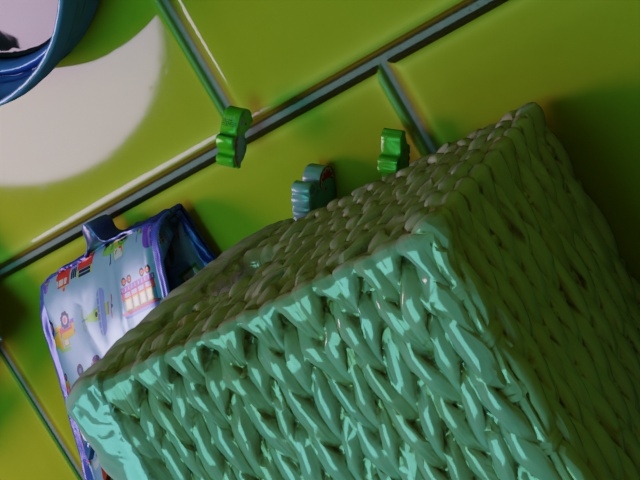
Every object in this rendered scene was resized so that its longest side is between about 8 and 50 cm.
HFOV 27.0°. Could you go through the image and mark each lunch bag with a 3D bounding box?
[{"bbox_3d":[-0.158,0.116,1.244,0.221,0.138,0.293,-26,89,47],"label":"lunch bag"}]

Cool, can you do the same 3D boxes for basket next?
[{"bbox_3d":[0.077,0.129,0.877,0.266,0.328,0.331,-26,98,26],"label":"basket"}]

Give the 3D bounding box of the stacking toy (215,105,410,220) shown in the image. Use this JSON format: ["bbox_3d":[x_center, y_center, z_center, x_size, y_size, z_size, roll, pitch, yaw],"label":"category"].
[{"bbox_3d":[0.000,0.000,1.089,0.167,0.052,0.221,11,118,27],"label":"stacking toy"}]

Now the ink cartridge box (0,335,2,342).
[{"bbox_3d":[-0.486,0.058,1.503,0.307,0.072,0.303,46,134,4],"label":"ink cartridge box"}]

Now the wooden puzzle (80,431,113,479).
[{"bbox_3d":[-0.182,0.195,1.200,0.116,0.014,0.078,-18,82,47],"label":"wooden puzzle"}]

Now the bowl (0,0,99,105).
[{"bbox_3d":[-0.341,-0.305,1.157,0.391,0.077,0.391,20,127,29],"label":"bowl"}]
